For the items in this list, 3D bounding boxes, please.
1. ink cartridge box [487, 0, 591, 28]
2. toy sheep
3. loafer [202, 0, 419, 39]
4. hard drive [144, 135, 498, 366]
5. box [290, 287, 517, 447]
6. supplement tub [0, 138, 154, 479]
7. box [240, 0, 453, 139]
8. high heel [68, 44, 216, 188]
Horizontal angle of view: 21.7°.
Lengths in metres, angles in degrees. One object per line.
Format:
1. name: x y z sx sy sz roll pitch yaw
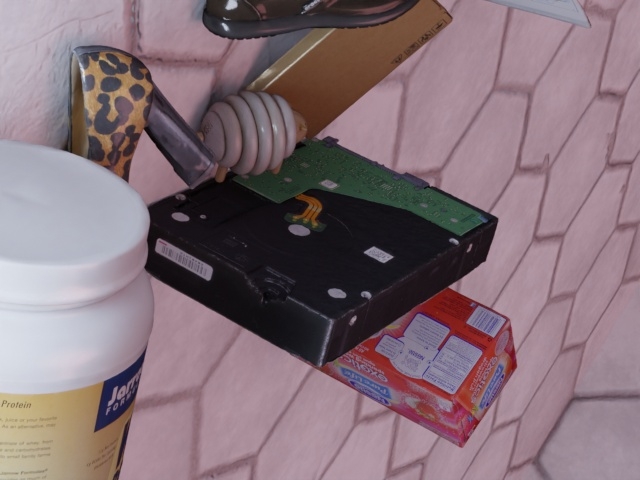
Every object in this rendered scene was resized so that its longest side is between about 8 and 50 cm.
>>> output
1. ink cartridge box: 0.121 -0.287 1.568 0.239 0.275 0.060 22 86 -72
2. toy sheep: -0.072 -0.102 1.612 0.132 0.091 0.091 -14 132 -28
3. loafer: -0.001 -0.238 1.531 0.220 0.080 0.078 -14 121 -23
4. hard drive: 0.000 0.000 1.675 0.339 0.237 0.064 -30 141 -53
5. box: 0.087 0.113 1.946 0.128 0.257 0.123 -53 153 -22
6. supplement tub: -0.251 0.104 1.273 0.228 0.228 0.316 -28 139 -53
7. box: 0.030 -0.189 1.698 0.201 0.021 0.164 -39 158 11
8. high heel: -0.221 -0.035 1.408 0.261 0.093 0.186 -50 137 -9
